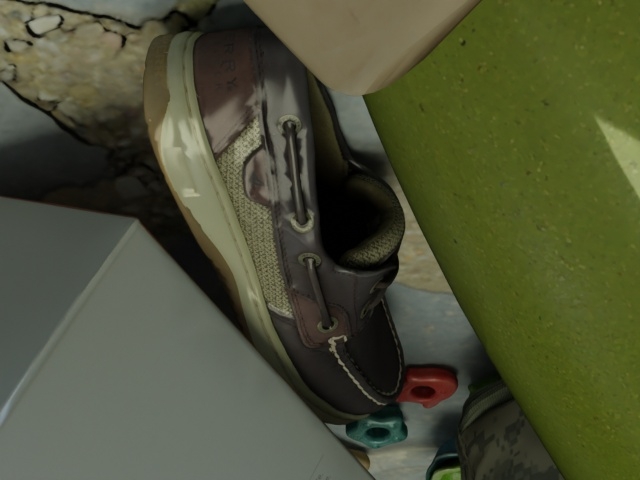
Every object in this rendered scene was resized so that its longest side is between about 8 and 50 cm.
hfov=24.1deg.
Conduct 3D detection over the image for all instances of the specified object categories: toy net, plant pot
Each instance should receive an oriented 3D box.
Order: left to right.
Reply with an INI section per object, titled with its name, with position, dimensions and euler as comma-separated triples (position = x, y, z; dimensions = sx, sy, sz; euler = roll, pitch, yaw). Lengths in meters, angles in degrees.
[toy net]
position = 0.023, 0.134, 0.997
dimensions = 0.232, 0.045, 0.122
euler = 1, 141, 0
[plant pot]
position = 0.131, -0.074, 0.607
dimensions = 0.275, 0.275, 0.293
euler = -27, 116, 30

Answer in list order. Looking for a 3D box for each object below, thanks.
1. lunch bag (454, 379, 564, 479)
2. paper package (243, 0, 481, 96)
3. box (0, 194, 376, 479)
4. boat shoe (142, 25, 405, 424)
[lunch bag]
position = 0.208, 0.209, 0.840
dimensions = 0.256, 0.305, 0.212
euler = -7, 139, 8
[paper package]
position = 0.013, -0.254, 0.333
dimensions = 0.325, 0.168, 0.309
euler = 46, 129, -3
[box]
position = -0.116, 0.144, 0.836
dimensions = 0.215, 0.168, 0.345
euler = 9, 148, 42
[boat shoe]
position = 0.000, 0.000, 0.794
dimensions = 0.092, 0.103, 0.285
euler = -10, 134, 20
